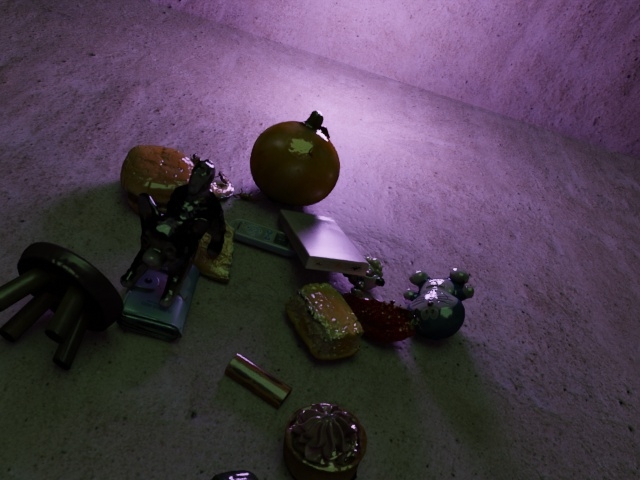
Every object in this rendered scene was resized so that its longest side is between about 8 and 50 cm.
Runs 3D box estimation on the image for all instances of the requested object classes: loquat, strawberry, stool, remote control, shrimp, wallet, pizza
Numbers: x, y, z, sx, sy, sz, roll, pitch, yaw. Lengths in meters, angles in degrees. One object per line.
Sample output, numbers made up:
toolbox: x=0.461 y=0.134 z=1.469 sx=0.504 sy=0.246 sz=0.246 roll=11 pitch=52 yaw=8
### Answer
loquat: x=-0.078 y=-0.290 z=2.098 sx=0.328 sy=0.360 sz=0.328 roll=24 pitch=21 yaw=-10
strawberry: x=0.172 y=0.242 z=1.752 sx=0.235 sy=0.175 sz=0.107 roll=3 pitch=63 yaw=32
stool: x=-0.621 y=0.152 z=1.386 sx=0.272 sy=0.272 sz=0.179 roll=25 pitch=52 yaw=5
remote control: x=-0.184 y=-0.007 z=1.945 sx=0.244 sy=0.047 sz=0.087 roll=19 pitch=34 yaw=-2
shrimp: x=-0.394 y=-0.229 z=2.120 sx=0.143 sy=0.052 sz=0.251 roll=2 pitch=48 yaw=-39
wallet: x=-0.435 y=0.149 z=1.617 sx=0.176 sy=0.075 sz=0.251 roll=18 pitch=36 yaw=-11
pizza: x=-0.324 y=0.037 z=1.810 sx=0.204 sy=0.081 sz=0.188 roll=40 pitch=64 yaw=8

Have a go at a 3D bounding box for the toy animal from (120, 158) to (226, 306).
toy animal: x=-0.377 y=-0.041 z=1.573 sx=0.194 sy=0.303 sz=0.344 roll=21 pitch=33 yaw=3

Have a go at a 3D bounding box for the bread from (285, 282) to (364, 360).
bread: x=0.012 y=0.225 z=1.694 sx=0.174 sy=0.121 sz=0.245 roll=-1 pitch=38 yaw=-39

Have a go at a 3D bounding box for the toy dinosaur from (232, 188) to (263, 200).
toy dinosaur: x=-0.255 y=-0.158 z=2.109 sx=0.113 sy=0.026 sz=0.041 roll=9 pitch=45 yaw=-1

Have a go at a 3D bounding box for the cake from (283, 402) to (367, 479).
cake: x=0.022 y=0.457 z=1.374 sx=0.207 sy=0.178 sz=0.185 roll=24 pitch=37 yaw=-1

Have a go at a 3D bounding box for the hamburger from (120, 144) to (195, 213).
hamburger: x=-0.521 y=-0.203 z=1.948 sx=0.259 sy=0.145 sz=0.283 roll=-3 pitch=38 yaw=-24

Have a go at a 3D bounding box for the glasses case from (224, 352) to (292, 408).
glasses case: x=-0.158 y=0.355 z=1.521 sx=0.169 sy=0.041 sz=0.064 roll=31 pitch=39 yaw=12

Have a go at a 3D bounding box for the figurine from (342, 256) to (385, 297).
figurine: x=0.132 y=0.127 z=1.892 sx=0.147 sy=0.094 sz=0.197 roll=14 pitch=33 yaw=24

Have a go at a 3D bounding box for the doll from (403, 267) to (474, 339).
doll: x=0.364 y=0.201 z=1.870 sx=0.228 sy=0.154 sz=0.258 roll=-3 pitch=22 yaw=23

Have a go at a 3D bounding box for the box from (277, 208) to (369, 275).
box: x=-0.001 y=0.000 z=1.927 sx=0.204 sy=0.051 sz=0.365 roll=8 pitch=23 yaw=-22

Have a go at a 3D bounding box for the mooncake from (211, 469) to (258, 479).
mooncake: x=-0.170 y=0.560 z=1.205 sx=0.104 sy=0.168 sz=0.175 roll=8 pitch=69 yaw=-36
